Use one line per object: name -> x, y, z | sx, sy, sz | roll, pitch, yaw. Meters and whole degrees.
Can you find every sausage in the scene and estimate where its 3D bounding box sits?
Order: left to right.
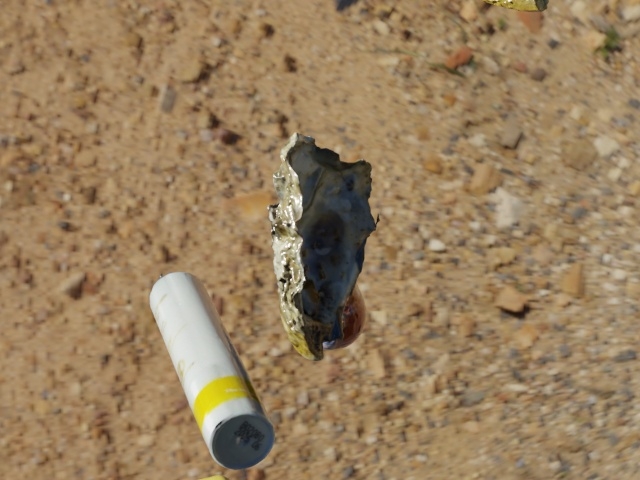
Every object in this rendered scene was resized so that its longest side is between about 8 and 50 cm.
sausage -> 0.004, 0.054, 1.385 | 0.071, 0.234, 0.071 | -1, 105, -5

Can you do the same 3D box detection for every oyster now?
oyster -> -0.006, 0.007, 0.979 | 0.051, 0.103, 0.148 | -3, 77, 37

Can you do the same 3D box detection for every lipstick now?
lipstick -> -0.101, 0.108, 1.263 | 0.059, 0.059, 0.264 | -54, 28, 12

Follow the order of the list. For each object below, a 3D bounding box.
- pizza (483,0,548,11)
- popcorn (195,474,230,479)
pizza -> 0.201, -0.323, 1.479 | 0.188, 0.080, 0.204 | -47, 57, 9
popcorn -> -0.039, 0.135, 0.416 | 0.167, 0.148, 0.152 | -15, 38, 37
